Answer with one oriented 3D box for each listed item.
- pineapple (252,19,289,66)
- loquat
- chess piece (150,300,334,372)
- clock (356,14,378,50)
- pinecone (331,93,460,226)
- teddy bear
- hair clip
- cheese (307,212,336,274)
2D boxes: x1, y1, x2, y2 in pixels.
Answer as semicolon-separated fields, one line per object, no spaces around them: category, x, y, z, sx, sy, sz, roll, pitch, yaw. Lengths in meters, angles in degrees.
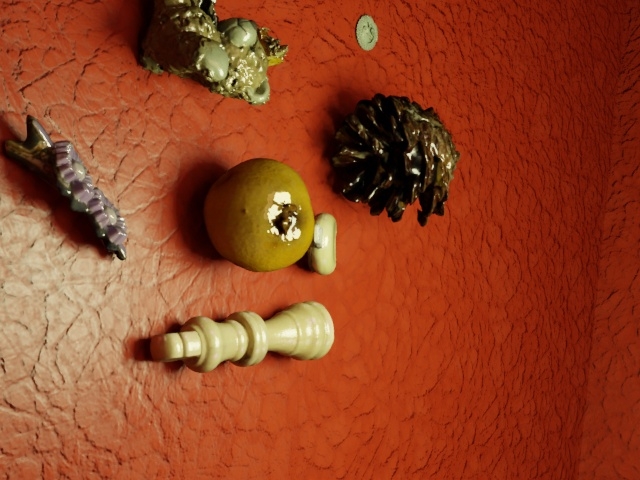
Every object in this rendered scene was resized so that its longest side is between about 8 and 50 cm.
pineapple;-0.104;-0.367;1.870;0.077;0.114;0.114;-49;122;-18
loquat;-0.109;-0.045;1.756;0.208;0.208;0.208;4;85;-50
chess piece;-0.143;0.183;1.778;0.397;0.117;0.117;-2;90;-49
clock;0.105;-0.468;2.191;0.074;0.010;0.083;53;51;-35
pinecone;0.158;-0.169;2.051;0.296;0.242;0.298;17;43;-34
teddy bear;-0.190;-0.339;1.715;0.256;0.156;0.267;11;50;-46
hair clip;-0.381;-0.070;1.529;0.292;0.085;0.106;56;5;-36
cheese;0.000;0.000;1.902;0.251;0.054;0.127;57;35;-84
